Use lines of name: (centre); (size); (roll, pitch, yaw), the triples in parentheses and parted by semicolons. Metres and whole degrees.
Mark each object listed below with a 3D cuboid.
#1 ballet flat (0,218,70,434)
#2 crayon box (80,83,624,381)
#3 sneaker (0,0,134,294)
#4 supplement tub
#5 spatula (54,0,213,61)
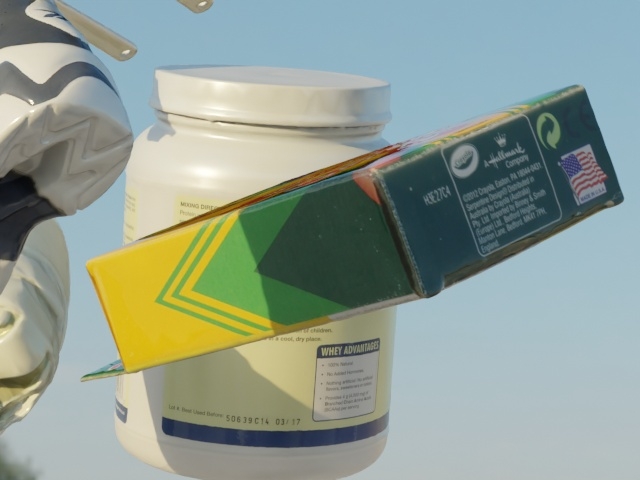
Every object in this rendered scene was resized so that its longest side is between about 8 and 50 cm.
ballet flat: (-0.262, 0.112, 1.402); (0.139, 0.400, 0.139); (20, -39, 17)
crayon box: (0.000, 0.000, 1.233); (0.318, 0.081, 0.202); (-17, 5, 45)
sneaker: (-0.200, -0.042, 0.965); (0.094, 0.153, 0.235); (24, -57, -41)
supplement tub: (-0.050, 0.022, 1.675); (0.235, 0.325, 0.235); (4, 9, -1)
spatula: (-0.166, -0.148, 1.271); (0.168, 0.019, 0.242); (-35, -23, 13)
